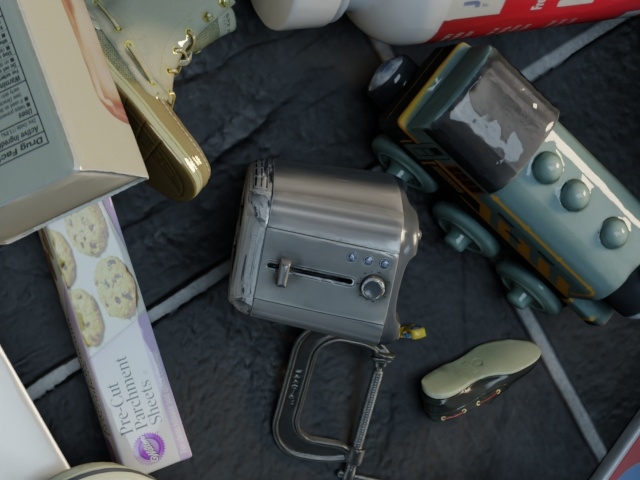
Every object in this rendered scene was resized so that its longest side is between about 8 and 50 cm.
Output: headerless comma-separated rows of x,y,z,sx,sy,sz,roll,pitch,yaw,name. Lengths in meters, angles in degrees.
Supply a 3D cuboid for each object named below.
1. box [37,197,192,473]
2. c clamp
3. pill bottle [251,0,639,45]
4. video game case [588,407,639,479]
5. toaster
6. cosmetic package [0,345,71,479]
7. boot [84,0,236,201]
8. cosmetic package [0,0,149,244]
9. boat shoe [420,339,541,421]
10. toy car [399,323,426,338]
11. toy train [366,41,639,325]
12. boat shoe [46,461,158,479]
-0.193,0.045,1.307,0.067,0.063,0.324,-18,98,-18,box
0.026,0.152,1.401,0.137,0.022,0.160,7,105,-9,c clamp
0.141,-0.294,1.322,0.408,0.229,0.229,-10,96,-19,pill bottle
0.391,0.312,1.549,0.285,0.025,0.204,41,80,-16,video game case
0.000,0.000,1.307,0.146,0.227,0.129,11,107,-5,toaster
-0.374,0.079,1.196,0.197,0.155,0.365,-29,103,-18,cosmetic package
-0.126,-0.148,1.276,0.165,0.077,0.213,-34,79,-34,boot
-0.266,-0.158,1.170,0.153,0.129,0.296,-22,82,18,cosmetic package
0.154,0.133,1.448,0.133,0.049,0.042,-22,128,-24,boat shoe
0.047,0.061,1.405,0.122,0.040,0.060,5,91,-19,toy car
0.185,-0.046,1.370,0.334,0.190,0.142,43,79,-16,toy train
-0.107,0.397,1.247,0.187,0.156,0.500,-27,116,-16,boat shoe
